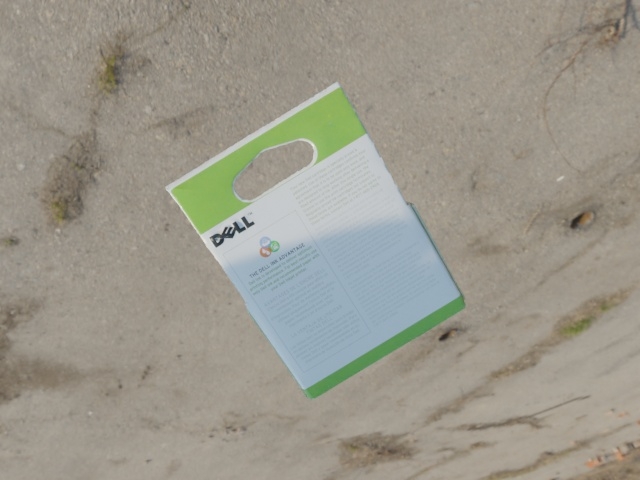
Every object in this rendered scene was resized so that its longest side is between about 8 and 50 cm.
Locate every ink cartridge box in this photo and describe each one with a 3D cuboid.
[{"bbox_3d":[0.000,0.000,0.541,0.189,0.097,0.255,-31,106,1],"label":"ink cartridge box"}]
